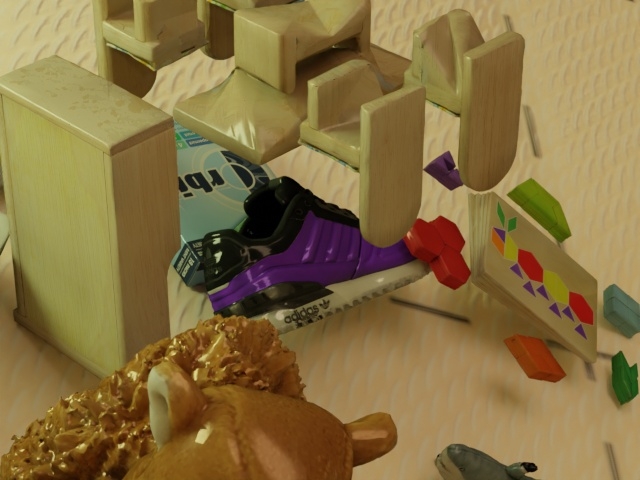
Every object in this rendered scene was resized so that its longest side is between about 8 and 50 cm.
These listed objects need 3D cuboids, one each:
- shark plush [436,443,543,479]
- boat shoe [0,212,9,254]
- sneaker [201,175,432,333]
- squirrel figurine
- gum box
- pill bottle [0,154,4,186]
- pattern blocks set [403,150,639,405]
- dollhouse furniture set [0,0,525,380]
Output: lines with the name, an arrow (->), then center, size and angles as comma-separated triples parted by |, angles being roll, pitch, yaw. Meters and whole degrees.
shark plush -> 0.180, 0.232, 1.699 | 0.161, 0.067, 0.073 | 22, 39, -10
boat shoe -> -0.349, 0.057, 1.534 | 0.091, 0.114, 0.302 | 26, 27, -6
sneaker -> 0.000, 0.000, 1.769 | 0.293, 0.102, 0.146 | -20, 87, -44
squirrel figurine -> -0.115, 0.202, 1.302 | 0.281, 0.370, 0.397 | 16, 39, -21
gum box -> -0.115, -0.046, 1.836 | 0.157, 0.041, 0.184 | -14, 55, -41
pill bottle -> -0.298, -0.103, 1.733 | 0.184, 0.103, 0.103 | 4, 46, -28
pattern blocks set -> 0.220, 0.037, 1.892 | 0.325, 0.026, 0.285 | 43, 34, -14
dollhouse furniture set -> -0.078, -0.072, 1.634 | 0.362, 0.256, 0.394 | 29, 43, 36
